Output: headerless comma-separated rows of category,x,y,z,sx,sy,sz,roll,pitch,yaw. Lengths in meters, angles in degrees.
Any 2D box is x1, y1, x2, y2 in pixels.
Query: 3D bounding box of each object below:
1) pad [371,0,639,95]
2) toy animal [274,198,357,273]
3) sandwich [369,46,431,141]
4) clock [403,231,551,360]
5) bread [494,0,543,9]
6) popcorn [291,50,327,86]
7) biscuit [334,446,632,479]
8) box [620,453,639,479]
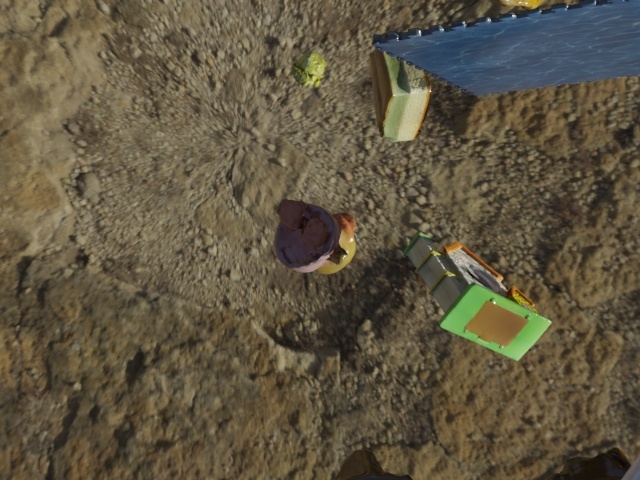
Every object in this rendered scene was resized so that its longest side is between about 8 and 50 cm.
pad,0.221,-0.176,0.659,0.269,0.269,0.012,0,90,35
toy animal,-0.002,0.003,1.662,0.195,0.281,0.169,43,106,22
sandwich,0.179,-0.356,1.635,0.108,0.220,0.186,-7,68,-4
clock,0.304,0.093,1.433,0.219,0.255,0.106,25,112,-28
bread,0.363,-0.664,1.435,0.398,0.215,0.398,17,59,-30
popcorn,-0.025,-0.342,1.409,0.059,0.068,0.083,23,62,22
biscuit,0.168,0.354,0.769,0.366,0.268,0.115,-11,129,17
box,0.276,0.328,0.619,0.285,0.142,0.044,-47,145,-11
